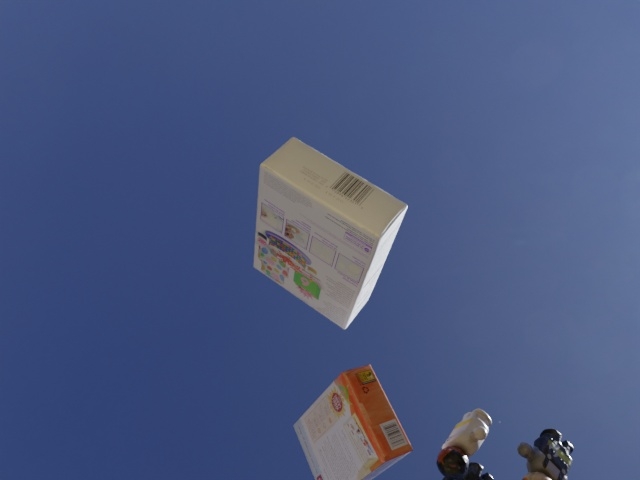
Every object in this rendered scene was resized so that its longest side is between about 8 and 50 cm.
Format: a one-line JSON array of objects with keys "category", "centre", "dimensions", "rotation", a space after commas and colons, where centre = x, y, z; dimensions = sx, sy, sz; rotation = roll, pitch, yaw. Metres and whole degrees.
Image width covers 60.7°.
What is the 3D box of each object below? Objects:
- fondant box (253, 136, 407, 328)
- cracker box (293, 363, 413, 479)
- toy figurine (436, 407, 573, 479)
[{"category": "fondant box", "centre": [0.000, 0.000, 1.023], "dimensions": [0.238, 0.330, 0.096], "rotation": [33, -124, 14]}, {"category": "cracker box", "centre": [0.047, 0.342, 0.956], "dimensions": [0.155, 0.067, 0.232], "rotation": [63, -39, 28]}, {"category": "toy figurine", "centre": [0.288, 0.396, 0.867], "dimensions": [0.213, 0.209, 0.148], "rotation": [10, -149, 35]}]
